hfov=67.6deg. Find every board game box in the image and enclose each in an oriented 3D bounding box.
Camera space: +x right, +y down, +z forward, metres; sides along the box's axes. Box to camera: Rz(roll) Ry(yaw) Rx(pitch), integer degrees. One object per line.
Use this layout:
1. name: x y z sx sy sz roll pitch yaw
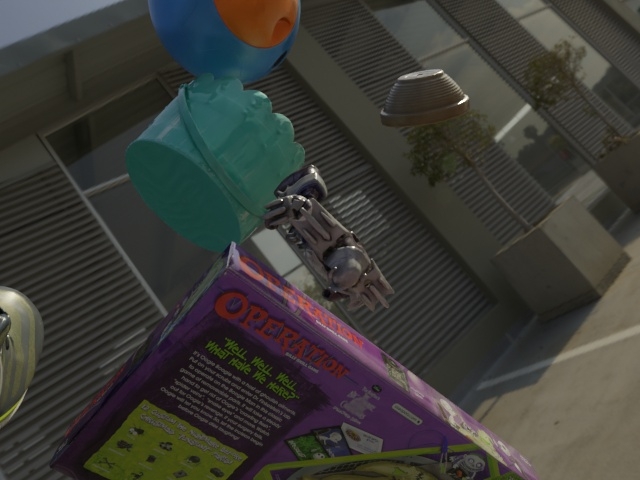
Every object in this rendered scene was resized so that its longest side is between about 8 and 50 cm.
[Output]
1. board game box: 0.001 0.181 0.387 0.208 0.346 0.056 -44 20 17

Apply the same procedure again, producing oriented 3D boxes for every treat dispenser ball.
1. treat dispenser ball: -0.183 -0.452 0.927 0.288 0.288 0.288 -38 -11 -9

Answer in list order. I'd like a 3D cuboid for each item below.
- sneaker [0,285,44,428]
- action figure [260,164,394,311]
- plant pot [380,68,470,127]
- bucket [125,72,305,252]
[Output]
1. sneaker: -0.241 0.075 0.307 0.121 0.111 0.300 -53 17 -1
2. action figure: 0.000 0.000 0.618 0.099 0.186 0.285 -30 25 1
3. plant pot: 0.270 -0.384 1.263 0.237 0.110 0.237 -10 25 5
4. bucket: -0.183 -0.126 0.836 0.183 0.281 0.281 -55 -1 -33
